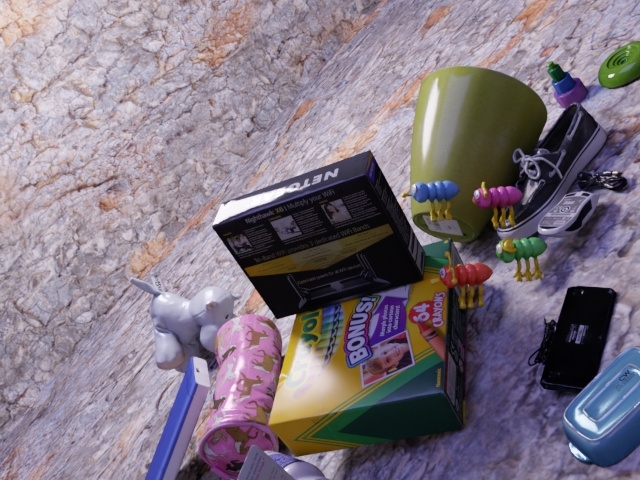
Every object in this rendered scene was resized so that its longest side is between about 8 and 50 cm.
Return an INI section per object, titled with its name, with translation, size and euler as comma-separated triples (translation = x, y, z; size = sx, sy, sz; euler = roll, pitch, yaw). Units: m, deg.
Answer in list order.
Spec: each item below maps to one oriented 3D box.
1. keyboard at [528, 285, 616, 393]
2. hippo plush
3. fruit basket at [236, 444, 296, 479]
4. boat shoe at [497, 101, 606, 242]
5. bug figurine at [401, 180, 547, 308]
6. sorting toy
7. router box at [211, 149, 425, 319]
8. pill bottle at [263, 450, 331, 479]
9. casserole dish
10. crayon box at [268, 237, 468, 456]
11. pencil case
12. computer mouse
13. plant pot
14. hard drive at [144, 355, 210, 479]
[keyboard]
translation = 0.378, 0.149, 1.139
size = 0.100, 0.038, 0.192
euler = 5, 48, 33
[hippo plush]
translation = -0.317, 0.201, 2.034
size = 0.236, 0.294, 0.234
euler = -15, 0, 20
[fruit basket]
translation = -0.036, 0.468, 0.860
size = 0.165, 0.353, 0.327
euler = -24, 31, 40
[boat shoe]
translation = 0.422, -0.133, 1.442
size = 0.306, 0.105, 0.113
euler = -48, 22, -7
[bug figurine]
translation = 0.272, -0.021, 1.333
size = 0.216, 0.072, 0.279
euler = -8, 53, -8
[sorting toy]
translation = 0.624, -0.410, 1.551
size = 0.365, 0.126, 0.127
euler = -28, 28, 35
[router box]
translation = 0.000, 0.000, 1.361
size = 0.308, 0.243, 0.081
euler = -17, 33, 23
[pill bottle]
translation = -0.051, 0.426, 1.283
size = 0.186, 0.112, 0.112
euler = -8, 42, 57
[casserole dish]
translation = 0.391, 0.208, 0.989
size = 0.188, 0.037, 0.114
euler = -44, 22, 0
[crayon box]
translation = 0.096, 0.183, 1.351
size = 0.313, 0.106, 0.363
euler = -16, 35, 23
[pencil case]
translation = -0.162, 0.321, 1.611
size = 0.160, 0.167, 0.386
euler = 1, 28, -3
[computer mouse]
translation = 0.450, -0.057, 1.328
size = 0.193, 0.042, 0.106
euler = -41, 24, -24
[plant pot]
translation = 0.294, -0.155, 1.558
size = 0.274, 0.274, 0.294
euler = -8, 57, 56
[hard drive]
translation = -0.315, 0.429, 1.642
size = 0.210, 0.040, 0.319
euler = -150, 80, -77
